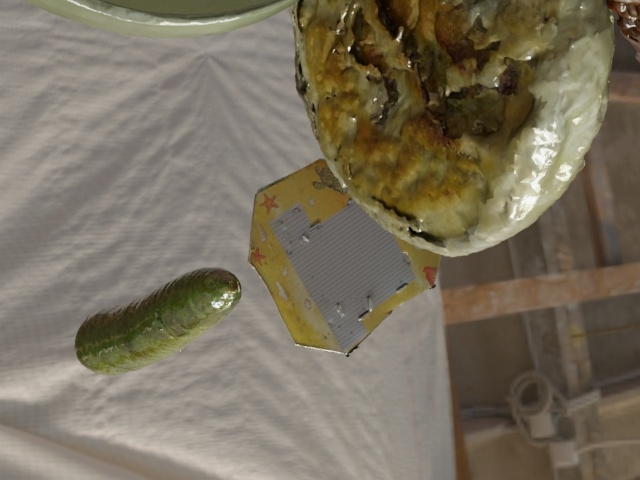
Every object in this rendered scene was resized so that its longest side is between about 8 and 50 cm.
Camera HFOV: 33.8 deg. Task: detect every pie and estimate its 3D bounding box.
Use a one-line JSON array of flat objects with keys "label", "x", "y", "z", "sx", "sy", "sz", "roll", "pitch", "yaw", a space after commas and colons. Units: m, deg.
[{"label": "pie", "x": 0.078, "y": -0.145, "z": 0.766, "sx": 0.077, "sy": 0.339, "sz": 0.339, "roll": -11, "pitch": -92, "yaw": -35}]

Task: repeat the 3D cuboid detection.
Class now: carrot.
[{"label": "carrot", "x": -0.156, "y": 0.079, "z": 1.010, "sx": 0.074, "sy": 0.358, "sz": 0.074, "roll": 8, "pitch": -107, "yaw": -28}]

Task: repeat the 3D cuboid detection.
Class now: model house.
[{"label": "model house", "x": 0.000, "y": 0.000, "z": 1.215, "sx": 0.207, "sy": 0.136, "sz": 0.219, "roll": -37, "pitch": -71, "yaw": -14}]

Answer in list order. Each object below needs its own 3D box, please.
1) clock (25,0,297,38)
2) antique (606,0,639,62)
[{"label": "clock", "x": -0.073, "y": -0.200, "z": 0.438, "sx": 0.235, "sy": 0.029, "sz": 0.235, "roll": 4, "pitch": -101, "yaw": -22}, {"label": "antique", "x": 0.260, "y": -0.140, "z": 0.673, "sx": 0.093, "sy": 0.087, "sz": 0.310, "roll": -60, "pitch": -29, "yaw": 9}]
